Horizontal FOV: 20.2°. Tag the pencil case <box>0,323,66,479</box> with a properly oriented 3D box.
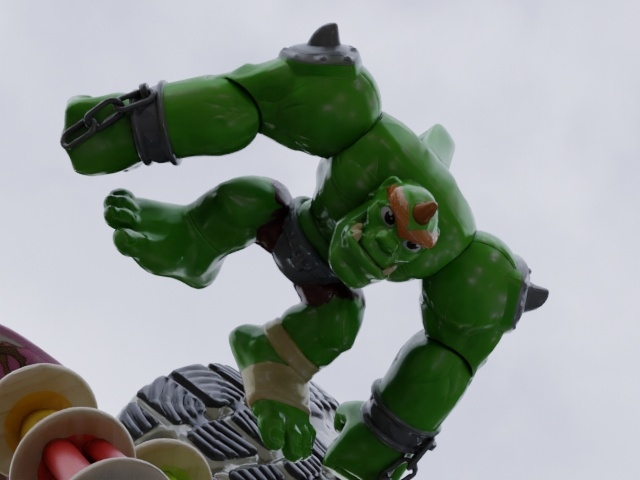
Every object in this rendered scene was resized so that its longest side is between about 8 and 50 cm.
[{"bbox_3d":[-0.262,0.230,1.070,0.160,0.386,0.167,3,-35,23],"label":"pencil case"}]

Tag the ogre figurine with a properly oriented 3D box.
[{"bbox_3d":[0.000,0.000,0.694,0.118,0.097,0.197,-36,-95,16],"label":"ogre figurine"}]

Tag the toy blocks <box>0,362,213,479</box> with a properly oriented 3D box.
[{"bbox_3d":[-0.064,0.114,0.706,0.123,0.148,0.054,37,-91,-31],"label":"toy blocks"}]

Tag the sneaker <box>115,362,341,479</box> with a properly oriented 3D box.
[{"bbox_3d":[-0.041,0.137,0.933,0.107,0.275,0.110,43,-83,19],"label":"sneaker"}]
